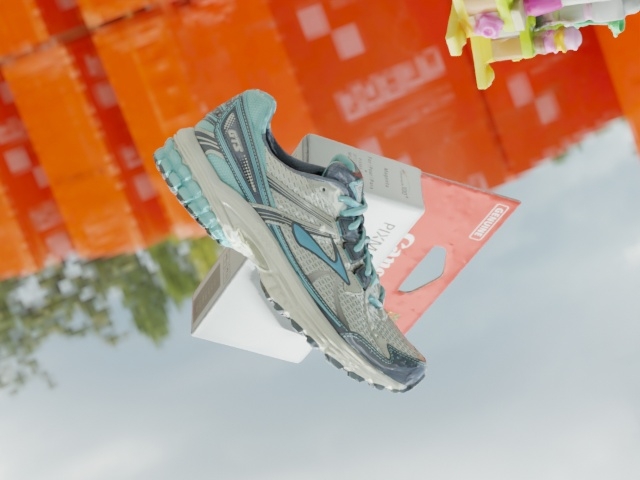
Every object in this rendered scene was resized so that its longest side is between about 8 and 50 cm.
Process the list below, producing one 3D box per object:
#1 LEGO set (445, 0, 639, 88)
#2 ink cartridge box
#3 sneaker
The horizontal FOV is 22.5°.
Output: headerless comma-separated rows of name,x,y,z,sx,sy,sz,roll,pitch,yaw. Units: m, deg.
LEGO set,0.118,-0.139,0.735,0.107,0.132,0.287,-5,158,20
ink cartridge box,0.032,0.029,1.595,0.275,0.239,0.060,-53,-151,43
sneaker,0.000,0.000,1.280,0.122,0.283,0.110,-42,-173,5
